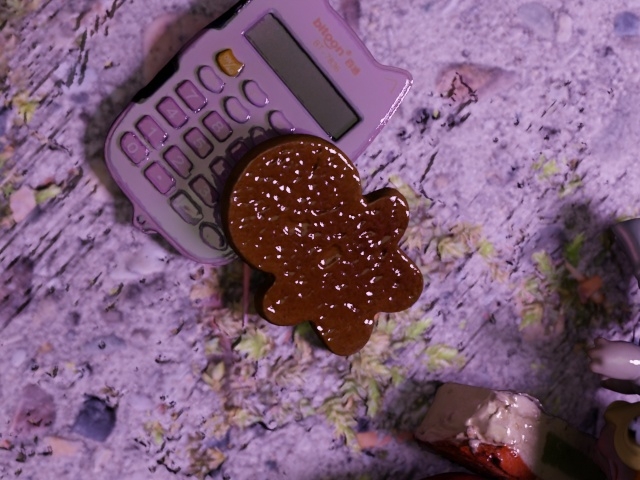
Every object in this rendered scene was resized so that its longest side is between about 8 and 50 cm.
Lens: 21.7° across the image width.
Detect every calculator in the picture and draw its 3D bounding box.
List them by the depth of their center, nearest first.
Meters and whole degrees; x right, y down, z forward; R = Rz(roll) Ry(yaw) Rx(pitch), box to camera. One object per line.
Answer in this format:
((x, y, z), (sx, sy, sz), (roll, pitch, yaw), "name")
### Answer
((-0.067, -0.112, 1.586), (0.294, 0.043, 0.194), (-42, 105, -4), "calculator")

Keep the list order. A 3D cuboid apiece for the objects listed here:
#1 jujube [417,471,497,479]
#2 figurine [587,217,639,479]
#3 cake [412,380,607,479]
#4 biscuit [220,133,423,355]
((0.176, 0.355, 1.563), (0.318, 0.223, 0.223), (32, 85, 23), "jujube")
((0.355, 0.164, 1.606), (0.205, 0.224, 0.382), (-9, 90, 9), "figurine")
((0.213, 0.208, 1.647), (0.220, 0.117, 0.086), (26, 82, -14), "cake")
((0.000, 0.000, 1.589), (0.180, 0.039, 0.236), (-38, 119, -3), "biscuit")
